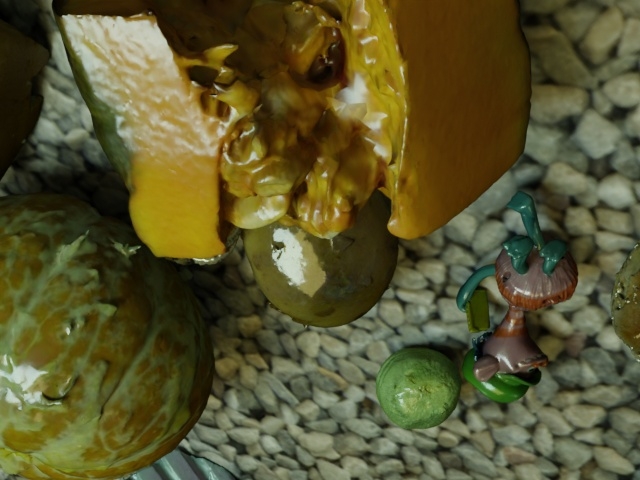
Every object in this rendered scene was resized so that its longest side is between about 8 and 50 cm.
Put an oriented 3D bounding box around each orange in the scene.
[{"bbox_3d":[-0.266,0.100,0.907,0.329,0.249,0.329,18,153,10],"label":"orange"}]

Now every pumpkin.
[{"bbox_3d":[-0.010,-0.127,0.641,0.303,0.256,0.225,-2,122,14],"label":"pumpkin"}]

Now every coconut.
[{"bbox_3d":[0.099,0.149,0.930,0.088,0.096,0.087,0,92,4],"label":"coconut"}]

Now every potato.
[{"bbox_3d":[0.000,0.000,0.825,0.137,0.137,0.176,-10,124,27],"label":"potato"}]

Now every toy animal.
[{"bbox_3d":[0.170,0.052,0.829,0.103,0.100,0.208,31,143,26],"label":"toy animal"}]

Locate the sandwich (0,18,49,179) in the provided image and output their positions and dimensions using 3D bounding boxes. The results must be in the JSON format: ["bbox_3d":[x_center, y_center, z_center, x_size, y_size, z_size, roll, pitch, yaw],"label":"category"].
[{"bbox_3d":[-0.318,-0.148,0.858,0.090,0.088,0.244,32,134,6],"label":"sandwich"}]

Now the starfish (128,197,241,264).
[{"bbox_3d":[-0.135,-0.049,0.834,0.190,0.074,0.146,-3,111,66],"label":"starfish"}]

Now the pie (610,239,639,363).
[{"bbox_3d":[0.347,0.054,0.787,0.195,0.046,0.195,10,127,14],"label":"pie"}]

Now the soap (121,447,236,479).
[{"bbox_3d":[-0.149,0.375,1.146,0.230,0.145,0.091,49,137,16],"label":"soap"}]
